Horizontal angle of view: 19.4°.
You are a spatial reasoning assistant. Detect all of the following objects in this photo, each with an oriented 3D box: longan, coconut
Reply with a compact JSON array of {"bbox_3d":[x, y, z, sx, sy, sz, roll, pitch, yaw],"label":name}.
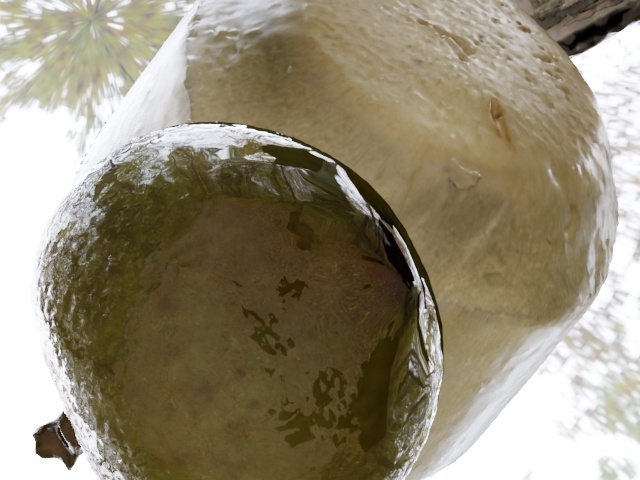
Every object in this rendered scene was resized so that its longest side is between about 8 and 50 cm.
[{"bbox_3d":[-0.039,0.040,0.673,0.176,0.145,0.154,-22,-124,24],"label":"longan"},{"bbox_3d":[0.000,0.000,0.896,0.237,0.237,0.266,28,-47,-9],"label":"coconut"}]

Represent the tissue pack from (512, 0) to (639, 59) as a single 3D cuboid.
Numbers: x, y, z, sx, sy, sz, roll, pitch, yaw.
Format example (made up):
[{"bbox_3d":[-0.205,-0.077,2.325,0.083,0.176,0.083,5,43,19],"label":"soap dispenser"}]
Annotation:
[{"bbox_3d":[0.170,-0.206,1.141,0.332,0.245,0.123,-26,-74,2],"label":"tissue pack"}]
